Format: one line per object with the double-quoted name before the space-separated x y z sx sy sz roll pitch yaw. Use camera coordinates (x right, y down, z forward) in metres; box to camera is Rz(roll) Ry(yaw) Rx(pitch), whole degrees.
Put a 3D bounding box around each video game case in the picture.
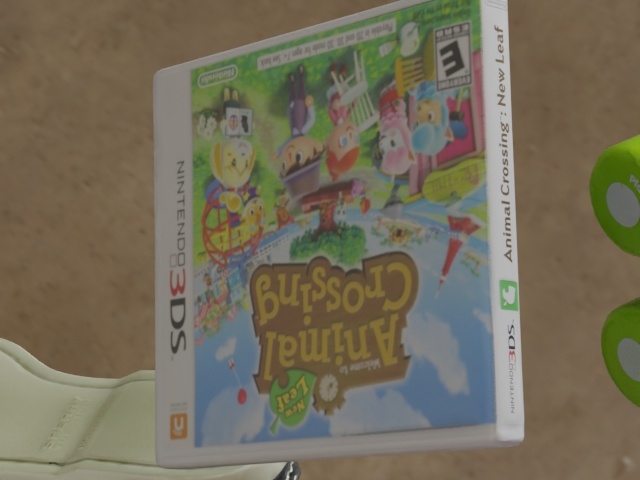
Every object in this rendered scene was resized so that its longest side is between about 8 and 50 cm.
"video game case" 0.000 0.000 0.876 0.023 0.212 0.193 7 77 -45

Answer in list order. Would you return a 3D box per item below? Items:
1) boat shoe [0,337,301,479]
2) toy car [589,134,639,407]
"boat shoe" -0.160 0.133 1.130 0.127 0.340 0.113 -57 141 -49
"toy car" 0.235 0.012 0.839 0.155 0.188 0.149 -22 118 -29
